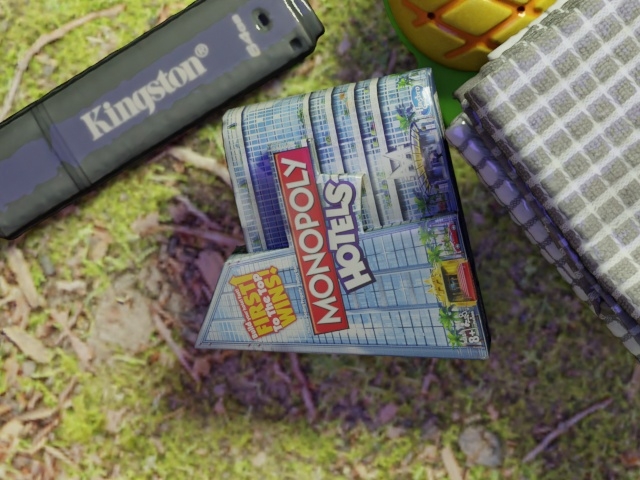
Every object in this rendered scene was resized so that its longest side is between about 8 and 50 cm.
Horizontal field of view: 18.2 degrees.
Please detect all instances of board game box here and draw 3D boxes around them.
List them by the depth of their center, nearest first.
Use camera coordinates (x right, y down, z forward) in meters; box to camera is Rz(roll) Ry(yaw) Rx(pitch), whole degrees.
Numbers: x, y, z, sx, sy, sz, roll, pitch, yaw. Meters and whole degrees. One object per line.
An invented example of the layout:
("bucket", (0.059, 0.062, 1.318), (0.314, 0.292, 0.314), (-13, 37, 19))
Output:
("board game box", (0.000, 0.000, 1.342), (0.194, 0.060, 0.194), (-12, 99, 9))

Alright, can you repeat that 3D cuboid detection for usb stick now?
("usb stick", (-0.129, -0.097, 1.389), (0.278, 0.045, 0.077), (-31, 82, 3))

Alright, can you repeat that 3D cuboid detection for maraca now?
("maraca", (0.105, -0.161, 1.346), (0.127, 0.099, 0.186), (-3, 111, 7))

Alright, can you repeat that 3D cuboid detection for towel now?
("towel", (0.251, -0.081, 1.281), (0.283, 0.121, 0.235), (-38, 95, -1))
